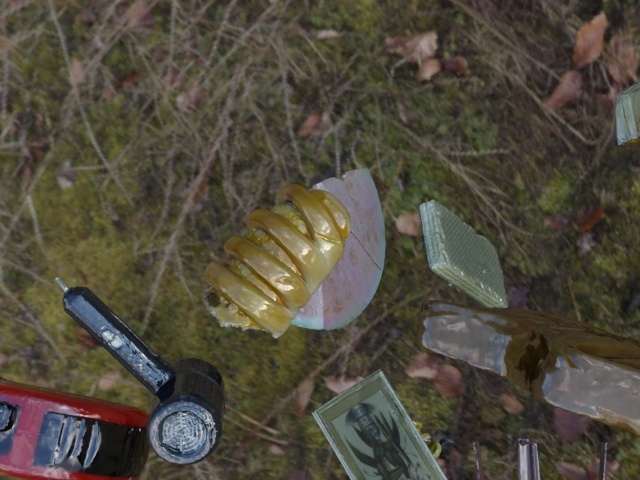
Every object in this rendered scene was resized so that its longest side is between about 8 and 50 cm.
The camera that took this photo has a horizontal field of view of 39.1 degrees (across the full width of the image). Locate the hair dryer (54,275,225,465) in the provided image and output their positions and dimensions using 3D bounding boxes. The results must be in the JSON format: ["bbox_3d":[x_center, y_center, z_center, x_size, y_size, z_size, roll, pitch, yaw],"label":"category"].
[{"bbox_3d":[-0.180,0.115,0.879,0.071,0.124,0.219,-43,99,3],"label":"hair dryer"}]

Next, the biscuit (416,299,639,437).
[{"bbox_3d":[0.144,0.062,0.377,0.215,0.182,0.034,19,90,-5],"label":"biscuit"}]

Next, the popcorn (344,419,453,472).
[{"bbox_3d":[0.143,0.427,1.850,0.195,0.173,0.168,-41,34,25],"label":"popcorn"}]

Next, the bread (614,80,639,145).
[{"bbox_3d":[0.598,-0.222,1.463,0.210,0.192,0.110,-26,76,53],"label":"bread"}]

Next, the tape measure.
[{"bbox_3d":[-0.346,0.246,1.147,0.260,0.253,0.114,-3,72,54],"label":"tape measure"}]

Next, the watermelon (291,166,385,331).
[{"bbox_3d":[-0.019,0.024,1.883,0.222,0.292,0.319,-12,89,31],"label":"watermelon"}]

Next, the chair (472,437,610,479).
[{"bbox_3d":[0.327,0.470,1.384,0.183,0.175,0.327,-19,69,62],"label":"chair"}]

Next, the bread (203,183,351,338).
[{"bbox_3d":[-0.048,0.017,0.932,0.177,0.084,0.119,-51,34,-5],"label":"bread"}]

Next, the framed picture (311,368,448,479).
[{"bbox_3d":[0.095,0.294,1.185,0.010,0.173,0.231,-38,80,35],"label":"framed picture"}]

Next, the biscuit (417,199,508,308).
[{"bbox_3d":[0.221,0.026,1.385,0.040,0.199,0.121,-25,54,30],"label":"biscuit"}]
